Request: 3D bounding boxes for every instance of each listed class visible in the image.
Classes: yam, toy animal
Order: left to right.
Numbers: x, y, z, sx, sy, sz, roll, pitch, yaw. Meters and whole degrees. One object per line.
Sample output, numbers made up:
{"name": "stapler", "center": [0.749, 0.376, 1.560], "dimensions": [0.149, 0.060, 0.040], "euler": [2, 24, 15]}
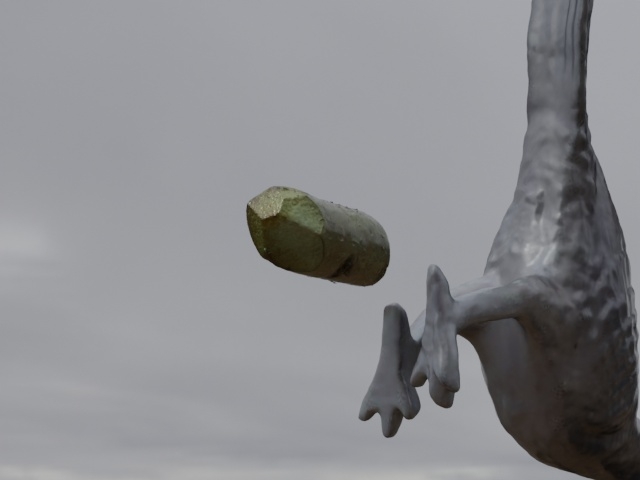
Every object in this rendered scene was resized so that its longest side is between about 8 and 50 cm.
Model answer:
{"name": "yam", "center": [0.000, 0.000, 1.408], "dimensions": [0.070, 0.069, 0.146], "euler": [-11, -15, 34]}
{"name": "toy animal", "center": [0.109, 0.032, 0.873], "dimensions": [0.206, 0.367, 0.081], "euler": [-24, 15, -35]}
